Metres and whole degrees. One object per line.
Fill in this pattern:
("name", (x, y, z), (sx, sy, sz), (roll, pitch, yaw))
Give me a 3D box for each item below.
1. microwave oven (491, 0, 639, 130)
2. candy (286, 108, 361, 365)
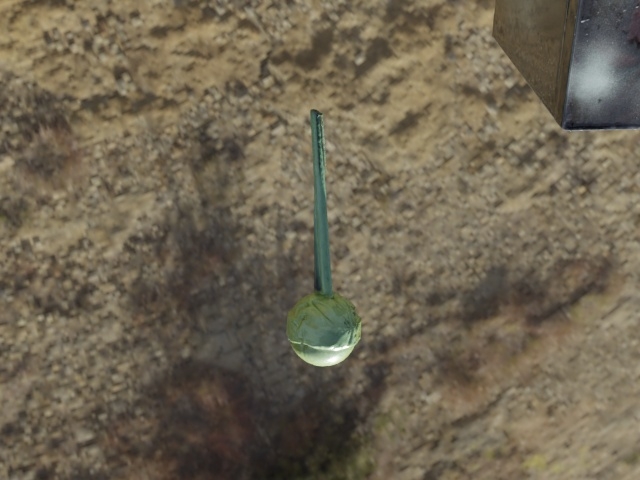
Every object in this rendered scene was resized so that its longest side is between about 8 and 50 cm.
("microwave oven", (0.354, -0.380, 1.304), (0.236, 0.374, 0.432), (-2, 119, -8))
("candy", (0.000, 0.000, 1.478), (0.092, 0.093, 0.335), (-13, 111, -26))
